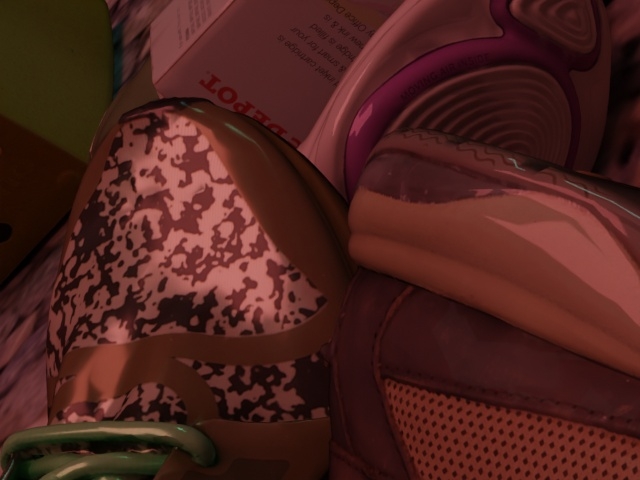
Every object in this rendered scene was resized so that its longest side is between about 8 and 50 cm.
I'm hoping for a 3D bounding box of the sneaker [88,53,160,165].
[{"bbox_3d":[-0.095,-0.033,1.042,0.086,0.064,0.192,-37,30,44],"label":"sneaker"}]

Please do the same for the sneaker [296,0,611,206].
[{"bbox_3d":[0.000,0.000,0.784,0.305,0.114,0.152,-55,27,-3],"label":"sneaker"}]

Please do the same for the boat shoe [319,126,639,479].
[{"bbox_3d":[0.120,0.078,0.365,0.355,0.132,0.130,27,102,56],"label":"boat shoe"}]

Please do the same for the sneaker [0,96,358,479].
[{"bbox_3d":[-0.069,0.126,0.581,0.158,0.182,0.410,-13,62,29],"label":"sneaker"}]

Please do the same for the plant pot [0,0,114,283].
[{"bbox_3d":[-0.256,-0.078,1.206,0.212,0.212,0.187,-45,40,16],"label":"plant pot"}]

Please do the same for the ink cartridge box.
[{"bbox_3d":[0.024,-0.107,0.857,0.175,0.127,0.072,-44,27,18],"label":"ink cartridge box"}]
